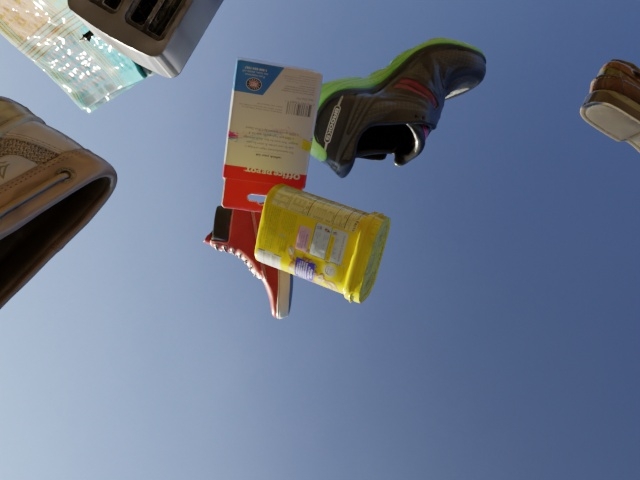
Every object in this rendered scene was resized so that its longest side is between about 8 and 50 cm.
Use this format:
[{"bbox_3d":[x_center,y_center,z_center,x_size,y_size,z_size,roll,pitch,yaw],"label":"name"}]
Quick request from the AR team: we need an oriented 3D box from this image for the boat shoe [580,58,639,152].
[{"bbox_3d":[0.577,-0.186,1.009,0.105,0.307,0.110,-61,-165,-12],"label":"boat shoe"}]

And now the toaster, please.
[{"bbox_3d":[-0.260,-0.349,0.911,0.168,0.110,0.186,31,-90,2],"label":"toaster"}]

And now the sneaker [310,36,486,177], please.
[{"bbox_3d":[0.165,-0.258,1.253,0.482,0.185,0.202,-30,-106,-24],"label":"sneaker"}]

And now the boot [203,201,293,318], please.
[{"bbox_3d":[-0.147,0.045,1.269,0.176,0.088,0.245,-5,-86,0],"label":"boot"}]

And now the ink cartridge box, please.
[{"bbox_3d":[-0.083,-0.165,0.986,0.134,0.231,0.078,7,-161,-11],"label":"ink cartridge box"}]

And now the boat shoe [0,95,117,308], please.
[{"bbox_3d":[-0.266,0.048,0.393,0.110,0.122,0.341,29,-117,1],"label":"boat shoe"}]

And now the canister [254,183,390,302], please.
[{"bbox_3d":[0.000,0.000,0.867,0.169,0.073,0.126,20,-70,18],"label":"canister"}]

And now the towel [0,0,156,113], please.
[{"bbox_3d":[-0.475,-0.378,1.031,0.271,0.370,0.040,-8,-132,46],"label":"towel"}]
